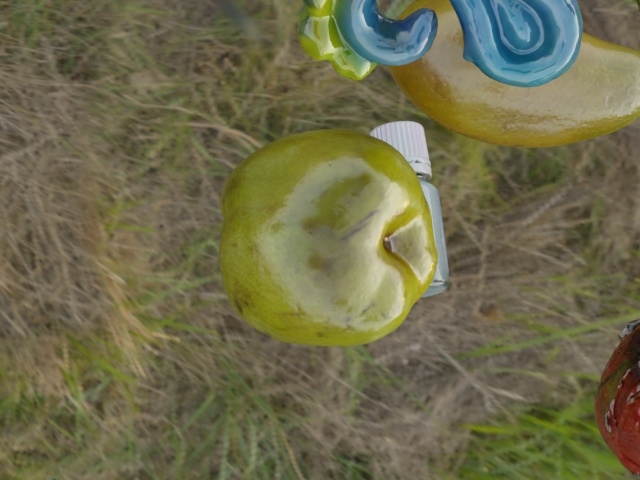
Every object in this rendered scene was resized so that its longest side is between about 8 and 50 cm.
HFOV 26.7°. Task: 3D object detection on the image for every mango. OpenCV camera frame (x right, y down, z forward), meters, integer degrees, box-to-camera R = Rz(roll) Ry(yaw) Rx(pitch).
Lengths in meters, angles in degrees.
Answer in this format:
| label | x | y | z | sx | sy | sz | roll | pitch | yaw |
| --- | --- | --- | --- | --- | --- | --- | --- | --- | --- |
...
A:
| label | x | y | z | sx | sy | sz | roll | pitch | yaw |
| --- | --- | --- | --- | --- | --- | --- | --- | --- | --- |
| mango | 0.165 | -0.138 | 1.122 | 0.227 | 0.099 | 0.136 | 11 | 139 | -5 |

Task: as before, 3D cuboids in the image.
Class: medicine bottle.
| label | x | y | z | sx | sy | sz | roll | pitch | yaw |
| --- | --- | --- | --- | --- | --- | --- | --- | --- | --- |
| medicine bottle | 0.102 | -0.037 | 1.589 | 0.083 | 0.083 | 0.203 | 2 | 75 | -24 |

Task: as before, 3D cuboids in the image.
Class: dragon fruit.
| label | x | y | z | sx | sy | sz | roll | pitch | yaw |
| --- | --- | --- | --- | --- | --- | --- | --- | --- | --- |
| dragon fruit | 0.400 | 0.148 | 1.480 | 0.148 | 0.218 | 0.224 | 61 | 38 | -46 |

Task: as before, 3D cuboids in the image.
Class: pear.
| label | x | y | z | sx | sy | sz | roll | pitch | yaw |
| --- | --- | --- | --- | --- | --- | --- | --- | --- | --- |
| pear | 0.000 | 0.000 | 1.180 | 0.200 | 0.200 | 0.200 | -4 | 101 | -23 |

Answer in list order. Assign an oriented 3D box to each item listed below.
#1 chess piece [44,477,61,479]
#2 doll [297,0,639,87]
| label | x | y | z | sx | sy | sz | roll | pitch | yaw |
| --- | --- | --- | --- | --- | --- | --- | --- | --- | --- |
| chess piece | -0.121 | 0.171 | 0.671 | 0.067 | 0.067 | 0.103 | -33 | 101 | -15 |
| doll | 0.076 | -0.238 | 0.730 | 0.341 | 0.099 | 0.346 | -27 | 121 | 30 |
